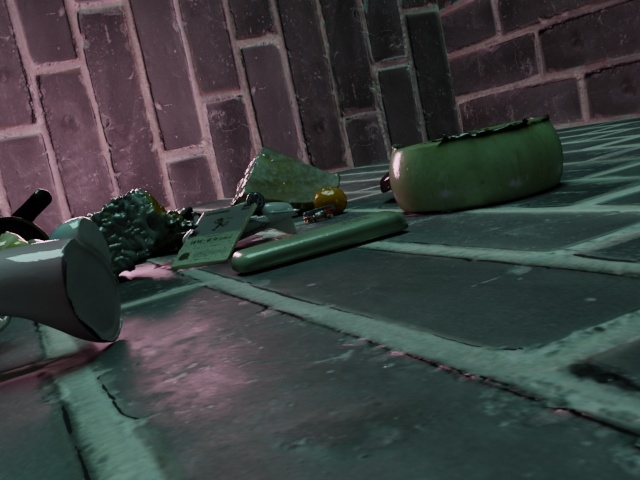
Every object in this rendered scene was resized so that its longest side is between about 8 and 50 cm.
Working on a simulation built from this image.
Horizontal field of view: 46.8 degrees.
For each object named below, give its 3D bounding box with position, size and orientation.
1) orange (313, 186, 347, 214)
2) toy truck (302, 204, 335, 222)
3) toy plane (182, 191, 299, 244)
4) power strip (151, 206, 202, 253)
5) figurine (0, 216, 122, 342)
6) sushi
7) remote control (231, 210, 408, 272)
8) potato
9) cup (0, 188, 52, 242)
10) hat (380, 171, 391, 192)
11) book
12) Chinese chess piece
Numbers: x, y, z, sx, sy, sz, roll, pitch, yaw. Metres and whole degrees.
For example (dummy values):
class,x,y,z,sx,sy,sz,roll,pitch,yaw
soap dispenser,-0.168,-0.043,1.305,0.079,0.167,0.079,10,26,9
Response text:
class,x,y,z,sx,sy,sz,roll,pitch,yaw
orange,0.024,-0.097,1.806,0.083,0.070,0.083,-10,12,2
toy truck,-0.002,-0.062,1.734,0.083,0.032,0.024,-14,3,-25
toy plane,-0.172,-0.040,1.579,0.255,0.101,0.251,-13,-3,-5
power strip,-0.387,-0.022,1.820,0.257,0.092,0.251,-11,8,18
figurine,-0.407,0.070,0.899,0.316,0.206,0.284,-6,13,0
sushi,-0.396,-0.012,1.468,0.274,0.139,0.184,-34,11,-5
remote control,0.000,0.001,1.241,0.310,0.038,0.090,-16,9,-21
potato,-0.106,-0.108,2.042,0.264,0.211,0.189,19,-39,-8
cup,-0.626,0.024,1.526,0.239,0.166,0.177,-42,18,-32
hat,0.238,-0.163,1.831,0.205,0.089,0.205,-36,6,4
book,-0.205,-0.009,1.439,0.127,0.014,0.181,-9,35,24
Chinese chess piece,0.313,-0.157,1.511,0.349,0.146,0.349,-12,7,1
